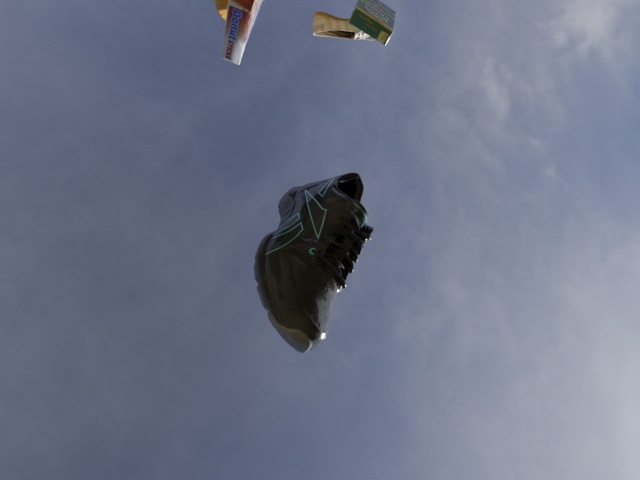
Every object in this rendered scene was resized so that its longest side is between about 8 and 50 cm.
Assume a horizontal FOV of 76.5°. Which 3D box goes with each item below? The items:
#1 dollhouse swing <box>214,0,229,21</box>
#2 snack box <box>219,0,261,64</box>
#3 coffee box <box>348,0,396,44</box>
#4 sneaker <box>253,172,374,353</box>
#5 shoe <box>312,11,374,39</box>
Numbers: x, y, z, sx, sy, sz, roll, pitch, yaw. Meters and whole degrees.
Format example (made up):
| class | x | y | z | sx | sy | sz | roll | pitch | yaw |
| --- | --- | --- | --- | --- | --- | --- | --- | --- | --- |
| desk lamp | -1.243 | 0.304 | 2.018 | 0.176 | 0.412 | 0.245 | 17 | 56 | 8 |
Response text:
| class | x | y | z | sx | sy | sz | roll | pitch | yaw |
| --- | --- | --- | --- | --- | --- | --- | --- | --- | --- |
| dollhouse swing | -0.102 | -0.661 | 0.804 | 0.316 | 0.346 | 0.304 | -17 | -129 | -4 |
| snack box | -0.057 | -0.256 | 0.381 | 0.022 | 0.064 | 0.178 | 19 | -112 | -15 |
| coffee box | 0.140 | -0.583 | 1.057 | 0.113 | 0.040 | 0.184 | 28 | -137 | -11 |
| sneaker | 0.000 | 0.000 | 0.454 | 0.101 | 0.106 | 0.267 | 54 | -157 | -31 |
| shoe | 0.081 | -0.638 | 1.236 | 0.219 | 0.076 | 0.058 | 8 | -94 | -5 |
